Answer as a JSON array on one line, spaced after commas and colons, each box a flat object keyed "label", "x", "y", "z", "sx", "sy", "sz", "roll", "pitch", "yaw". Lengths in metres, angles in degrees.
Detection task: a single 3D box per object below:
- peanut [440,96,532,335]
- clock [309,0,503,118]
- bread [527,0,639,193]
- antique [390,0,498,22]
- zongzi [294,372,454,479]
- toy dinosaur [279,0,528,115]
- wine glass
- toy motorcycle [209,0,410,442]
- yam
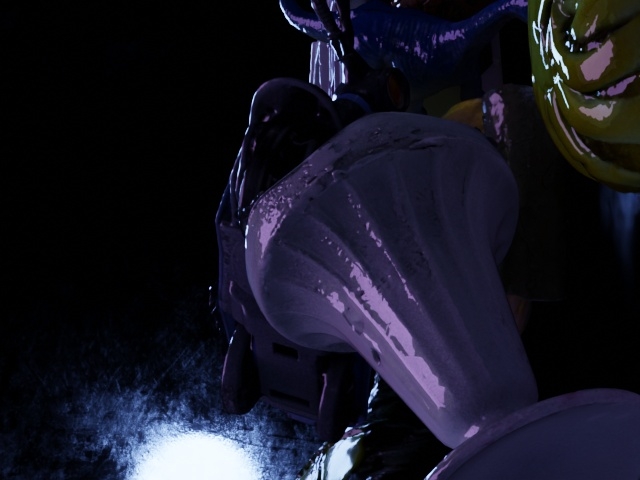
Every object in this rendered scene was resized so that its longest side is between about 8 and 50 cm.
[{"label": "peanut", "x": 0.113, "y": -0.001, "z": 0.677, "sx": 0.087, "sy": 0.087, "sz": 0.206, "roll": -90, "pitch": 0, "yaw": -72}, {"label": "clock", "x": 0.076, "y": -0.137, "z": 0.932, "sx": 0.309, "sy": 0.166, "sz": 0.235, "roll": 112, "pitch": 158, "yaw": -72}, {"label": "bread", "x": 0.117, "y": -0.088, "z": 0.355, "sx": 0.130, "sy": 0.071, "sz": 0.139, "roll": -76, "pitch": -15, "yaw": -71}, {"label": "antique", "x": 0.103, "y": -0.202, "z": 0.737, "sx": 0.104, "sy": 0.104, "sz": 0.104, "roll": -1, "pitch": -90, "yaw": -89}, {"label": "zongzi", "x": 0.059, "y": 0.280, "z": 0.725, "sx": 0.362, "sy": 0.319, "sz": 0.383, "roll": -79, "pitch": 6, "yaw": -79}, {"label": "toy dinosaur", "x": 0.055, "y": -0.164, "z": 0.676, "sx": 0.075, "sy": 0.248, "sz": 0.188, "roll": -48, "pitch": -17, "yaw": -17}, {"label": "wine glass", "x": 0.061, "y": 0.048, "z": 0.475, "sx": 0.196, "sy": 0.165, "sz": 0.165, "roll": -117, "pitch": 19, "yaw": -46}, {"label": "toy motorcycle", "x": 0.000, "y": 0.000, "z": 0.684, "sx": 0.358, "sy": 0.125, "sz": 0.212, "roll": 89, "pitch": -159, "yaw": -50}, {"label": "yam", "x": 0.129, "y": -0.029, "z": 0.581, "sx": 0.054, "sy": 0.054, "sz": 0.132, "roll": 64, "pitch": -156, "yaw": -89}]
